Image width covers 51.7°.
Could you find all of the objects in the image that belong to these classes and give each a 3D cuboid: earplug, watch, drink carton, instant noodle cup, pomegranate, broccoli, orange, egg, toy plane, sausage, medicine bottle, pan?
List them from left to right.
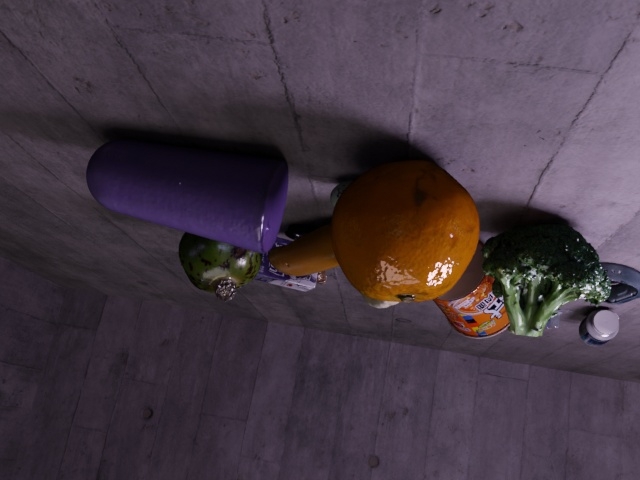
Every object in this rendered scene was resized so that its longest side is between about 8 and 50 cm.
[{"bbox_3d":[-0.311,-0.119,1.505,0.455,0.215,0.215,12,164,8],"label":"earplug"},{"bbox_3d":[-0.294,0.053,1.967,0.254,0.271,0.254,-12,145,-9],"label":"pomegranate"},{"bbox_3d":[-0.119,0.074,2.136,0.222,0.134,0.102,15,163,-17],"label":"drink carton"},{"bbox_3d":[-0.023,0.037,1.902,0.134,0.116,0.353,12,156,-41],"label":"sausage"},{"bbox_3d":[0.000,0.000,1.995,0.235,0.028,0.136,25,160,-31],"label":"pan"},{"bbox_3d":[0.072,-0.097,1.518,0.110,0.085,0.085,0,161,41],"label":"egg"},{"bbox_3d":[0.171,-0.018,1.354,0.311,0.312,0.312,10,164,3],"label":"orange"},{"bbox_3d":[0.406,0.115,1.793,0.250,0.251,0.192,-3,149,40],"label":"instant noodle cup"},{"bbox_3d":[0.677,0.209,2.193,0.267,0.088,0.212,22,161,-10],"label":"toy plane"},{"bbox_3d":[0.526,0.088,1.567,0.307,0.275,0.308,9,-170,-2],"label":"broccoli"},{"bbox_3d":[0.952,0.295,2.249,0.106,0.107,0.191,7,163,13],"label":"medicine bottle"},{"bbox_3d":[0.790,0.120,1.841,0.192,0.069,0.206,18,159,-12],"label":"watch"}]

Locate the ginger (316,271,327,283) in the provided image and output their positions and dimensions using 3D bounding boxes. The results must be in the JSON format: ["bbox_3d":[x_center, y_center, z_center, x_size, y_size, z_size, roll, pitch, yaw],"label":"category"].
[{"bbox_3d":[-0.105,0.080,2.279,0.290,0.084,0.122,22,139,-24],"label":"ginger"}]

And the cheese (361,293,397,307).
[{"bbox_3d":[0.203,0.055,1.695,0.251,0.248,0.173,11,166,-25],"label":"cheese"}]
